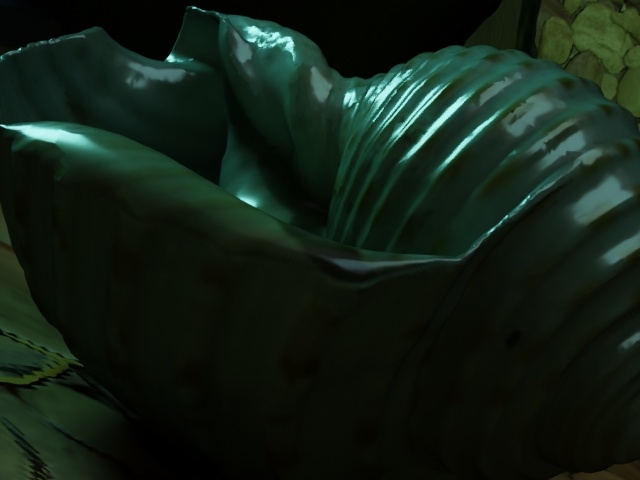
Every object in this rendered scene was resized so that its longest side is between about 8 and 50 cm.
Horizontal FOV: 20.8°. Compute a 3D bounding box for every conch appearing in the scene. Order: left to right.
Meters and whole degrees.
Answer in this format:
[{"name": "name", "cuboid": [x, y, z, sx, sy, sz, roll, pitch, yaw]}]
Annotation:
[{"name": "conch", "cuboid": [0.001, 0.007, 0.370, 0.153, 0.102, 0.135, 13, 12, 34]}]

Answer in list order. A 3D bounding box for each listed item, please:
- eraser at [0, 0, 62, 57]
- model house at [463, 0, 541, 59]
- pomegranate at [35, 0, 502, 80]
[{"name": "eraser", "cuboid": [-0.147, -0.080, 0.538, 0.082, 0.036, 0.225, 33, 8, 7]}, {"name": "model house", "cuboid": [-0.016, -0.157, 1.034, 0.266, 0.261, 0.321, 10, -17, 15]}, {"name": "pomegranate", "cuboid": [-0.048, -0.150, 0.677, 0.291, 0.291, 0.323, 31, 34, -14]}]
